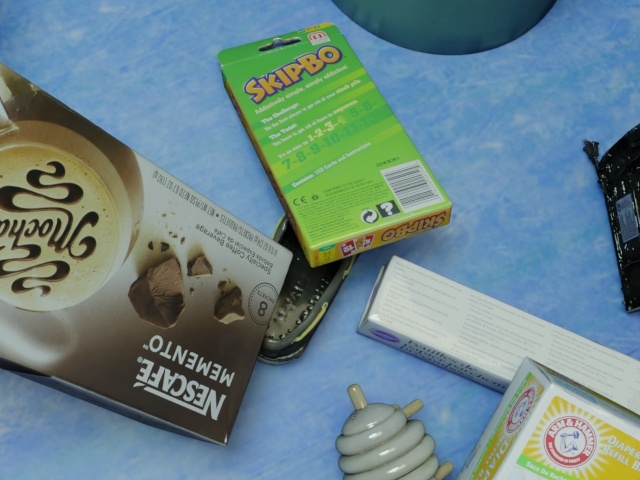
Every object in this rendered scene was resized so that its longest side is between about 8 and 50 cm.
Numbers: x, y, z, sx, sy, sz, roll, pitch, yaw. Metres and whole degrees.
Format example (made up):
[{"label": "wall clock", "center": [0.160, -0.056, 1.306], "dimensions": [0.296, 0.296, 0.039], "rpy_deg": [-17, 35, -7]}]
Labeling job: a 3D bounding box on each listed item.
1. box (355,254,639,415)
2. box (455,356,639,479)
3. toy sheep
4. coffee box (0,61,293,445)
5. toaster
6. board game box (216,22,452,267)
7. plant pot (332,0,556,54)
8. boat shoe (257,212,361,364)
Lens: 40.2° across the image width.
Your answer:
[{"label": "box", "center": [0.193, 0.110, 0.767], "dimensions": [0.324, 0.063, 0.067], "rpy_deg": [22, 72, -1]}, {"label": "box", "center": [0.169, 0.209, 0.681], "dimensions": [0.114, 0.103, 0.203], "rpy_deg": [29, 94, 1]}, {"label": "toy sheep", "center": [0.056, 0.178, 0.720], "dimensions": [0.091, 0.091, 0.132], "rpy_deg": [-27, 85, -14]}, {"label": "coffee box", "center": [-0.176, 0.021, 0.629], "dimensions": [0.297, 0.119, 0.168], "rpy_deg": [36, 66, -41]}, {"label": "toaster", "center": [0.333, -0.035, 0.775], "dimensions": [0.110, 0.168, 0.185], "rpy_deg": [-4, 76, -12]}, {"label": "board game box", "center": [0.003, -0.097, 0.771], "dimensions": [0.124, 0.039, 0.259], "rpy_deg": [-17, 55, -12]}, {"label": "plant pot", "center": [0.136, -0.358, 0.801], "dimensions": [0.293, 0.235, 0.293], "rpy_deg": [2, 74, -7]}, {"label": "boat shoe", "center": [0.000, 0.000, 0.768], "dimensions": [0.081, 0.068, 0.228], "rpy_deg": [23, 73, 0]}]
